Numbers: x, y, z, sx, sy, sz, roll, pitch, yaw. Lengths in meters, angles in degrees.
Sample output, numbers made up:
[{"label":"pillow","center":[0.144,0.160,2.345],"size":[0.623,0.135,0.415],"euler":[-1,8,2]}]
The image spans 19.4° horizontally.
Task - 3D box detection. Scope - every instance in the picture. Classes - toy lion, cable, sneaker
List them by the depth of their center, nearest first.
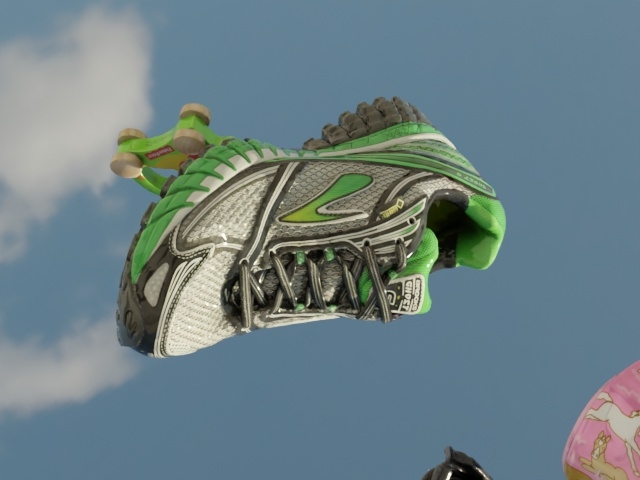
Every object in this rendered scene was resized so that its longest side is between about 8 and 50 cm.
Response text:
[{"label":"sneaker","center":[0.000,0.000,1.315],"size":[0.343,0.134,0.146],"euler":[-25,-129,-38]},{"label":"toy lion","center":[-0.091,-0.055,1.393],"size":[0.100,0.096,0.034],"euler":[-17,-135,33]},{"label":"cable","center":[0.134,0.290,1.741],"size":[0.047,0.184,0.150],"euler":[2,-127,42]}]

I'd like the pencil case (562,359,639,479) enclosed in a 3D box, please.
[{"label":"pencil case","center":[0.401,0.262,1.674],"size":[0.160,0.167,0.386],"euler":[-41,-129,-17]}]
